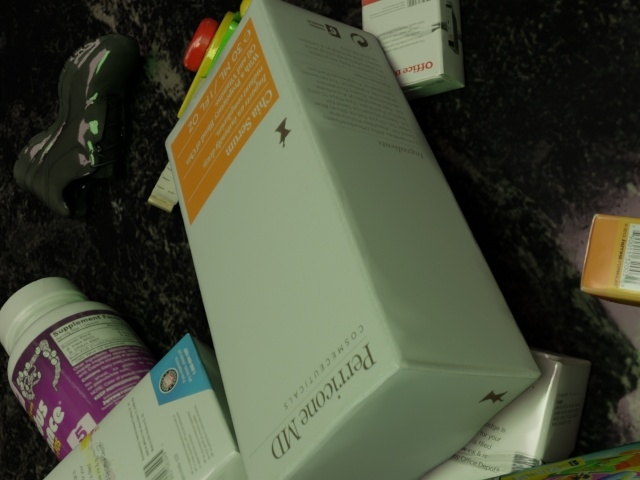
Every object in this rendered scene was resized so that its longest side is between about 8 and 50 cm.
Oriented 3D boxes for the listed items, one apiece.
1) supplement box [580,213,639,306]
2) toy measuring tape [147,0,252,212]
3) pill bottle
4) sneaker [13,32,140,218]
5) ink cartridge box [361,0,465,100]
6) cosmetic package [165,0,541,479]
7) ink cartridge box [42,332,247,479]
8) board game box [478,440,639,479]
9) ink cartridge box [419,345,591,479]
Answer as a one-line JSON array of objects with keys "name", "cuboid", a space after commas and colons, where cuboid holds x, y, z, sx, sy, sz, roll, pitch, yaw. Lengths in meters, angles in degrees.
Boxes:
[{"name": "supplement box", "cuboid": [0.351, 0.030, 0.771, 0.233, 0.078, 0.080, 11, 86, 35]}, {"name": "toy measuring tape", "cuboid": [-0.136, -0.181, 1.149, 0.121, 0.121, 0.330, 56, 132, 28]}, {"name": "pill bottle", "cuboid": [-0.292, 0.185, 1.148, 0.301, 0.169, 0.169, 43, 107, 32]}, {"name": "sneaker", "cuboid": [-0.318, -0.156, 1.273, 0.130, 0.109, 0.286, 42, 114, 22]}, {"name": "ink cartridge box", "cuboid": [0.102, -0.228, 0.999, 0.099, 0.056, 0.135, -8, 78, 36]}, {"name": "cosmetic package", "cuboid": [0.000, 0.000, 0.876, 0.230, 0.162, 0.453, -51, 44, 34]}, {"name": "ink cartridge box", "cuboid": [-0.142, 0.285, 0.942, 0.270, 0.197, 0.198, -45, 35, 7]}, {"name": "board game box", "cuboid": [0.246, 0.198, 0.645, 0.336, 0.254, 0.079, -17, 82, 11]}, {"name": "ink cartridge box", "cuboid": [0.146, 0.208, 0.874, 0.172, 0.100, 0.237, 12, 91, 36]}]
